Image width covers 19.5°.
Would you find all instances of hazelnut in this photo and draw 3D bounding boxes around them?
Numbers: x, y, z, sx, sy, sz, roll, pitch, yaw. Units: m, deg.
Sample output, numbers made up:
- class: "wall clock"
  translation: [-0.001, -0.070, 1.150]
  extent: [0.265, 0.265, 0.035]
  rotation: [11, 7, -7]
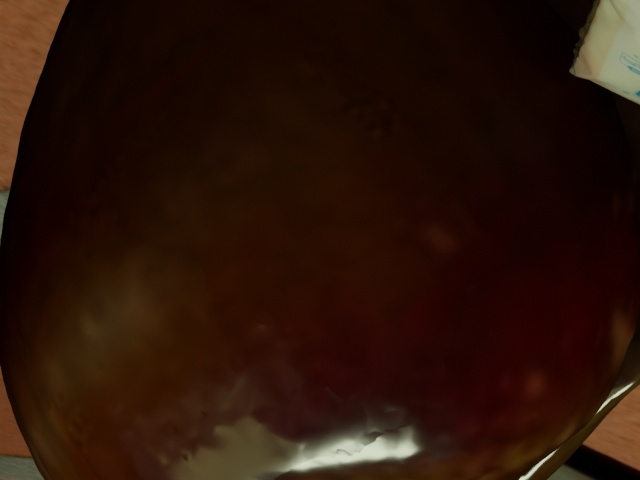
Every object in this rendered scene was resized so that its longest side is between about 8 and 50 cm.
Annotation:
- class: "hazelnut"
  translation: [0.000, 0.000, 0.466]
  extent: [0.178, 0.178, 0.204]
  rotation: [20, -169, 19]

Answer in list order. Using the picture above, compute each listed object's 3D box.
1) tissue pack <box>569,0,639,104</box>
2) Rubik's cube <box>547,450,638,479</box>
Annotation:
- class: "tissue pack"
  translation: [0.104, -0.044, 0.355]
  extent: [0.094, 0.059, 0.074]
  rotation: [26, 164, 5]
- class: "Rubik's cube"
  translation: [0.107, 0.207, 0.823]
  extent: [0.167, 0.183, 0.180]
  rotation: [24, 163, 8]
